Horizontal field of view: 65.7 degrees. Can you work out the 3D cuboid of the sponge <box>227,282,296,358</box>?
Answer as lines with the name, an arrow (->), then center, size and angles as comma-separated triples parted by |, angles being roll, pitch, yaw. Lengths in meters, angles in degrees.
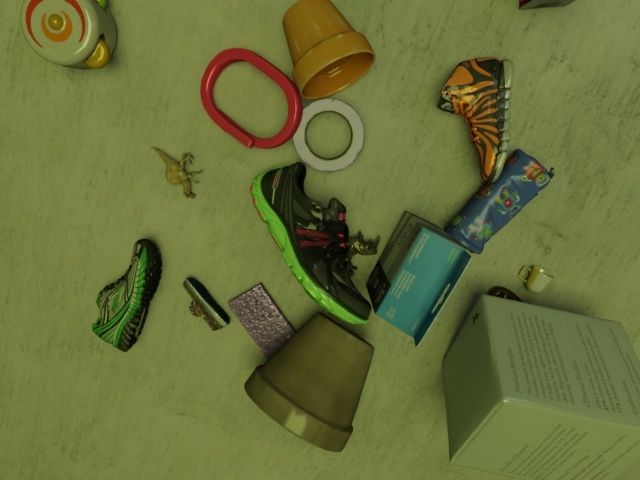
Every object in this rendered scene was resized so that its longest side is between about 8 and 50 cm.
sponge -> -0.166, 0.237, 1.461 | 0.117, 0.031, 0.210 | -32, 100, 8

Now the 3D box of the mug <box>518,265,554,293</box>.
mug -> 0.614, 0.112, 1.414 | 0.062, 0.078, 0.064 | 9, 115, -34

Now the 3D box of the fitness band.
fitness band -> -0.179, -0.364, 1.281 | 0.291, 0.054, 0.209 | 39, 107, 11

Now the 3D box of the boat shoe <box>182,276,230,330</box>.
boat shoe -> -0.344, 0.190, 1.435 | 0.066, 0.066, 0.183 | -35, 100, 10

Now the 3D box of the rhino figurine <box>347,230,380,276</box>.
rhino figurine -> 0.061, 0.051, 1.394 | 0.243, 0.073, 0.106 | -31, 99, 5

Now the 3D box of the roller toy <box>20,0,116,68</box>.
roller toy -> -0.625, -0.528, 1.234 | 0.191, 0.146, 0.209 | -6, 103, 3

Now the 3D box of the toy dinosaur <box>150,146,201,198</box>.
toy dinosaur -> -0.389, -0.199, 1.354 | 0.093, 0.053, 0.183 | -33, 100, 9

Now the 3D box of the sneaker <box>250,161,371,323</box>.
sneaker -> 0.000, 0.000, 1.281 | 0.202, 0.185, 0.482 | -32, 82, 2

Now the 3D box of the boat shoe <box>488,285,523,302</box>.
boat shoe -> 0.570, 0.214, 1.424 | 0.207, 0.073, 0.073 | 42, 101, -7

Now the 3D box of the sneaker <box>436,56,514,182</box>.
sneaker -> 0.389, -0.310, 1.282 | 0.180, 0.124, 0.321 | 4, 85, 6

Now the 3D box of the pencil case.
pencil case -> 0.476, -0.097, 1.330 | 0.133, 0.119, 0.306 | 37, 101, -20

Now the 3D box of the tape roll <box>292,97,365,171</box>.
tape roll -> 0.022, -0.278, 1.315 | 0.189, 0.080, 0.189 | 0, 104, 1

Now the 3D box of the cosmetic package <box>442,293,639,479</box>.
cosmetic package -> 0.563, 0.393, 1.283 | 0.394, 0.329, 0.327 | 12, 131, -1

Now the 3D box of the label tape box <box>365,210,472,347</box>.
label tape box -> 0.231, 0.081, 1.256 | 0.115, 0.347, 0.249 | 26, 102, -5

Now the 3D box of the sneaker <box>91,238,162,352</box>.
sneaker -> -0.553, 0.148, 1.394 | 0.146, 0.134, 0.343 | 23, 103, -4

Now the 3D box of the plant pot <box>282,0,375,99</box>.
plant pot -> 0.004, -0.484, 1.221 | 0.205, 0.205, 0.188 | -26, 86, 6

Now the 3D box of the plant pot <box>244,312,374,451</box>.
plant pot -> -0.003, 0.364, 1.370 | 0.323, 0.323, 0.280 | 32, 86, -6

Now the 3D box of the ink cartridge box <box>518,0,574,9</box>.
ink cartridge box -> 0.557, -0.716, 1.108 | 0.130, 0.272, 0.309 | -4, 102, 2
